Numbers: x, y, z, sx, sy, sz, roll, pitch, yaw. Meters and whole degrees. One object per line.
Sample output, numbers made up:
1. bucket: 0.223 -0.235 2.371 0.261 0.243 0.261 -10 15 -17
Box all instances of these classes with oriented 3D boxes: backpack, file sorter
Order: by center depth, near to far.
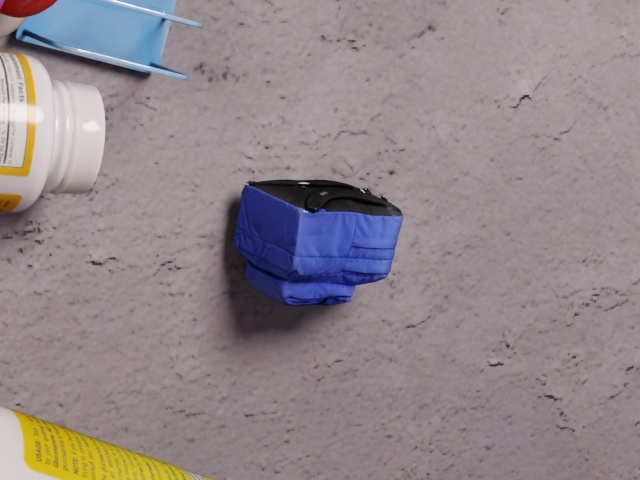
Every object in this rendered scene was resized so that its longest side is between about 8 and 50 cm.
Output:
1. file sorter: -0.139 -0.214 1.255 0.118 0.104 0.170 12 96 -28
2. backpack: 0.000 0.000 1.382 0.120 0.098 0.101 -3 113 -38

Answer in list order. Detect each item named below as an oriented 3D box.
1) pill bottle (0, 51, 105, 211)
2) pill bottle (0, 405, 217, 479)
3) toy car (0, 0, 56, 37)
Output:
1. pill bottle: -0.269 -0.082 1.216 0.215 0.117 0.117 4 100 -27
2. pill bottle: -0.213 0.234 1.280 0.334 0.188 0.188 24 91 -28
3. toy car: -0.238 -0.198 1.138 0.182 0.136 0.159 -13 128 -43
